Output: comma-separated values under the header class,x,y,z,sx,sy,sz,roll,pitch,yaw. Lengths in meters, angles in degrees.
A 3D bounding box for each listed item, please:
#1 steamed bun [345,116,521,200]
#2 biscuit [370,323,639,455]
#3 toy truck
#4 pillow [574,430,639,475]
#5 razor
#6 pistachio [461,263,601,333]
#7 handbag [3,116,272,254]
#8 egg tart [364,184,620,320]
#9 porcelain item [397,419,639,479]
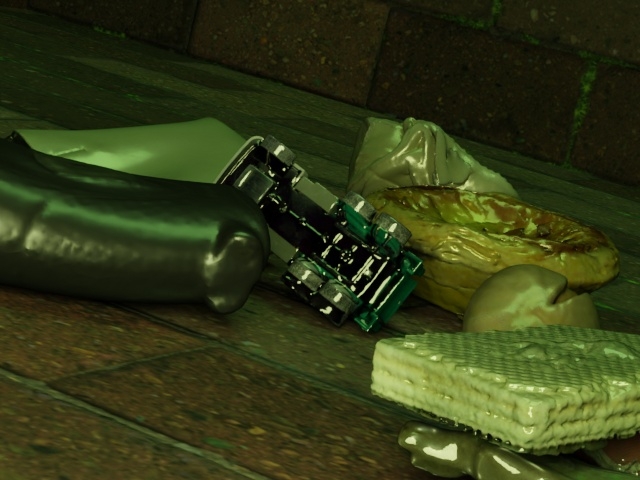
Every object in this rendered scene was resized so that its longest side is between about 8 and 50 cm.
class,x,y,z,sx,sy,sz,roll,pitch,yaw
steamed bun,0.117,-0.048,1.939,0.218,0.144,0.211,39,-10,-9
biscuit,0.173,0.093,1.101,0.252,0.052,0.150,0,12,-40
toy truck,0.000,0.000,1.541,0.216,0.110,0.116,37,-2,23
pillow,0.246,0.147,1.215,0.171,0.075,0.179,4,10,-22
razor,-0.220,-0.018,1.365,0.349,0.113,0.204,13,11,-17
pistachio,0.179,0.084,1.393,0.124,0.124,0.185,16,-6,12
handbag,-0.194,-0.059,1.636,0.315,0.109,0.241,1,25,-42
egg tart,0.170,0.019,1.715,0.290,0.115,0.290,11,11,-2
porcelain item,0.151,0.159,1.031,0.215,0.069,0.081,17,23,10
